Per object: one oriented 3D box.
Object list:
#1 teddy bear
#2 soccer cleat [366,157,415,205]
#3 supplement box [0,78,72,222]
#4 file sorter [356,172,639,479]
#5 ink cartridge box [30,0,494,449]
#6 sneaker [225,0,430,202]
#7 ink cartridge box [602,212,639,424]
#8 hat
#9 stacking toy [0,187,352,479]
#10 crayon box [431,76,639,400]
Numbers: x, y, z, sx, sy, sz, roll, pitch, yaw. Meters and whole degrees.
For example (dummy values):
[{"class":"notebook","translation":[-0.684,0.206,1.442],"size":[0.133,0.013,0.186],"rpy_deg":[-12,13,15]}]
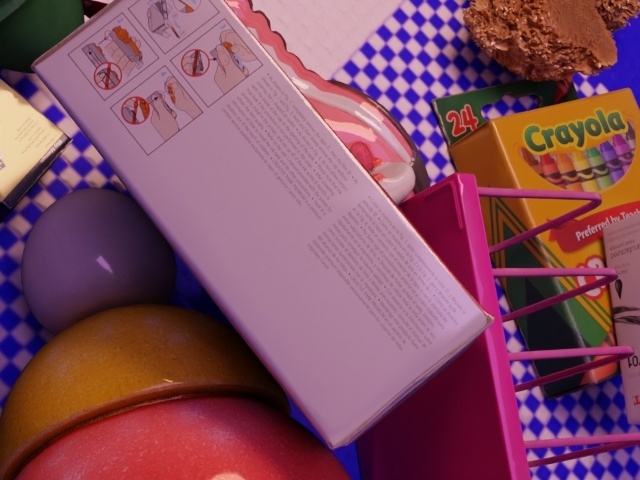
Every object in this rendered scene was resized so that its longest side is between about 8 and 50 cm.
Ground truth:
[{"class":"teddy bear","translation":[0.223,-0.298,1.296],"size":[0.245,0.113,0.338],"rpy_deg":[6,62,-35]},{"class":"soccer cleat","translation":[0.000,0.000,1.023],"size":[0.076,0.196,0.068],"rpy_deg":[56,14,-20]},{"class":"supplement box","translation":[-0.257,-0.069,0.957],"size":[0.083,0.056,0.083],"rpy_deg":[41,58,-11]},{"class":"file sorter","translation":[0.151,0.115,1.034],"size":[0.182,0.202,0.290],"rpy_deg":[1,73,-31]},{"class":"ink cartridge box","translation":[-0.033,-0.011,0.875],"size":[0.130,0.272,0.309],"rpy_deg":[-39,82,-3]},{"class":"sneaker","translation":[-0.048,-0.093,1.071],"size":[0.314,0.116,0.136],"rpy_deg":[38,71,-7]},{"class":"ink cartridge box","translation":[0.338,0.064,1.097],"size":[0.082,0.140,0.190],"rpy_deg":[7,72,-29]},{"class":"hat","translation":[-0.215,-0.155,0.993],"size":[0.173,0.208,0.183],"rpy_deg":[-52,135,-15]},{"class":"stacking toy","translation":[-0.114,0.169,0.859],"size":[0.351,0.350,0.479],"rpy_deg":[0,54,-29]},{"class":"crayon box","translation":[0.258,-0.026,1.217],"size":[0.202,0.081,0.318],"rpy_deg":[-16,81,-32]}]
